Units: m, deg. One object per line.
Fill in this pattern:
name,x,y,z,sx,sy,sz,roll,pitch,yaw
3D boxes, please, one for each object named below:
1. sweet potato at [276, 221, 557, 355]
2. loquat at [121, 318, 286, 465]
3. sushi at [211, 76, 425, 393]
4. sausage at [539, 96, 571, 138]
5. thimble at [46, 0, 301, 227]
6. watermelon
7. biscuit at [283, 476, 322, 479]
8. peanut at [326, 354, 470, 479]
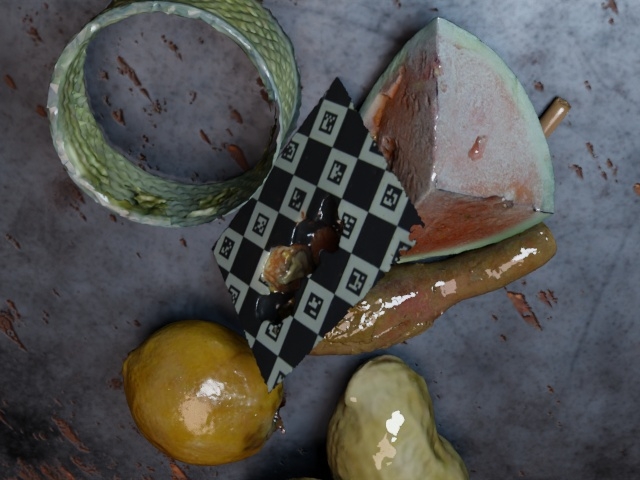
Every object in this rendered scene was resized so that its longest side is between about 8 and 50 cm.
sweet potato,0.109,0.071,1.162,0.385,0.109,0.109,-16,114,5
loquat,-0.150,0.203,1.215,0.234,0.176,0.187,26,132,-4
sushi,0.000,0.000,1.083,0.050,0.264,0.290,16,124,-40
sausage,0.254,-0.121,1.095,0.026,0.026,0.116,32,114,-11
thimble,-0.158,-0.157,1.042,0.271,0.150,0.270,2,116,4
watermelon,0.129,-0.081,1.053,0.256,0.176,0.260,48,144,-5
biscuit,0.020,0.452,1.279,0.287,0.057,0.344,54,143,-11
peanut,0.106,0.322,1.254,0.174,0.158,0.340,-23,112,18
